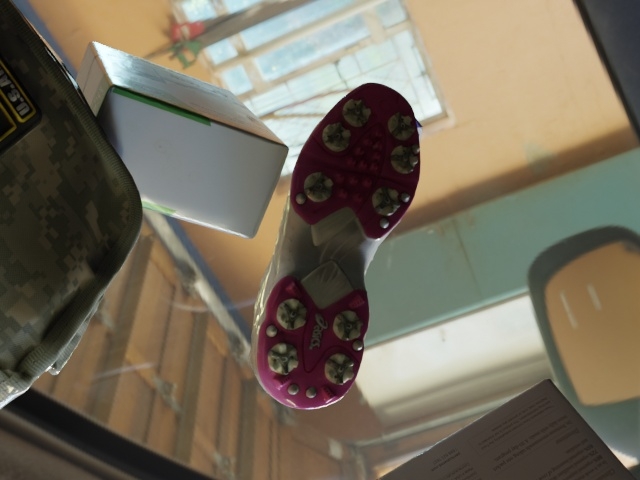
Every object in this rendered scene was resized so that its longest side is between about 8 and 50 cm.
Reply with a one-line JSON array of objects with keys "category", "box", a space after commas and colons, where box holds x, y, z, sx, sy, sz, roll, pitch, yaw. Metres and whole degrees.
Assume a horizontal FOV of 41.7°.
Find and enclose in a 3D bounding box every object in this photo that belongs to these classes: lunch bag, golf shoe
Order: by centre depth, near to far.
[{"category": "lunch bag", "box": [-0.216, -0.060, 0.440, 0.235, 0.169, 0.287, 57, 178, -24]}, {"category": "golf shoe", "box": [0.000, 0.000, 0.776, 0.306, 0.115, 0.140, -70, 14, -14]}]

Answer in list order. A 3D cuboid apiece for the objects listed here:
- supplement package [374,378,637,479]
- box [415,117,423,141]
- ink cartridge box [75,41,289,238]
[{"category": "supplement package", "box": [0.153, 0.289, 0.618, 0.262, 0.199, 0.198, 52, 150, 28]}, {"category": "box", "box": [0.087, -0.108, 1.108, 0.028, 0.081, 0.136, -119, 26, -46]}, {"category": "ink cartridge box", "box": [-0.134, -0.093, 0.729, 0.153, 0.086, 0.208, 16, -165, -26]}]
